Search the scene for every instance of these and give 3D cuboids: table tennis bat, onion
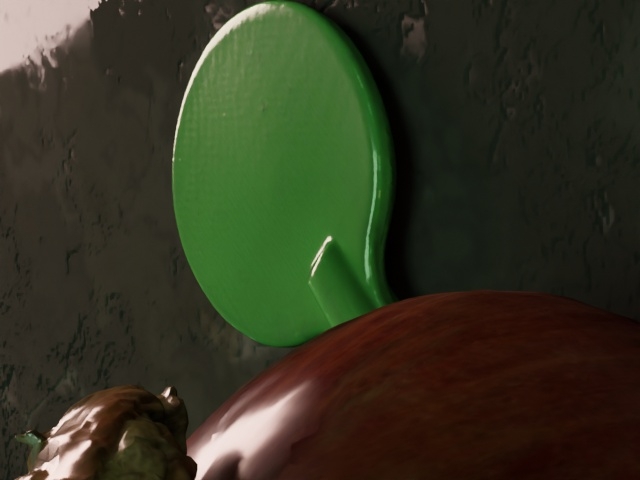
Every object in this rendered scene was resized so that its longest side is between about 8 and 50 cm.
[{"bbox_3d":[0.000,0.000,0.912,0.257,0.039,0.160,59,133,34],"label":"table tennis bat"},{"bbox_3d":[0.066,0.177,0.675,0.353,0.353,0.354,8,100,49],"label":"onion"}]
